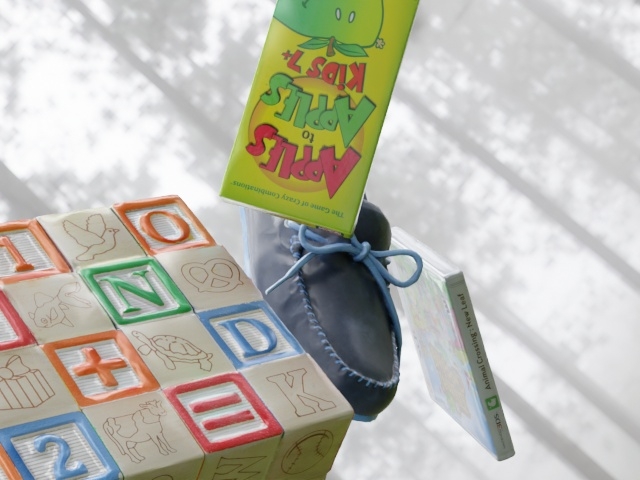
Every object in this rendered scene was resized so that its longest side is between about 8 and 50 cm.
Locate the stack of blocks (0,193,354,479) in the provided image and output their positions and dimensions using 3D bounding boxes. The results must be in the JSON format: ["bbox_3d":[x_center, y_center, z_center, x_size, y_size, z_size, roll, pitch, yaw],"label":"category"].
[{"bbox_3d":[-0.157,0.082,0.750,0.297,0.171,0.087,-11,-44,-37],"label":"stack of blocks"}]

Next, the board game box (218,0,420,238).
[{"bbox_3d":[0.002,-0.101,1.098,0.043,0.092,0.181,86,-160,-86],"label":"board game box"}]

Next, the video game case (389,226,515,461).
[{"bbox_3d":[0.122,0.097,1.617,0.023,0.212,0.193,-20,-74,-10],"label":"video game case"}]

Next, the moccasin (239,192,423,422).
[{"bbox_3d":[0.000,0.000,1.432,0.137,0.342,0.117,20,-56,-38],"label":"moccasin"}]
